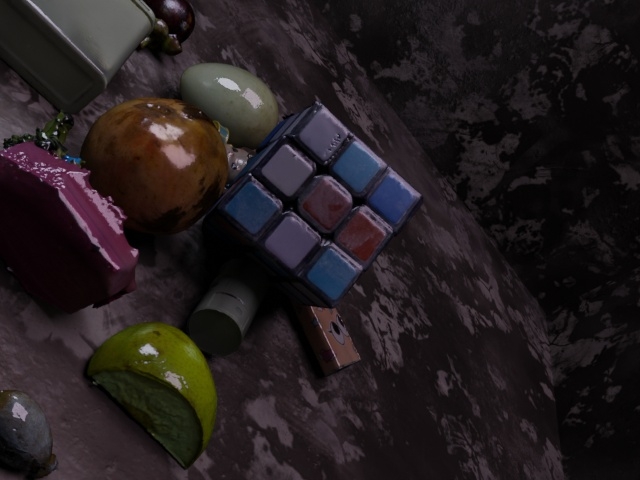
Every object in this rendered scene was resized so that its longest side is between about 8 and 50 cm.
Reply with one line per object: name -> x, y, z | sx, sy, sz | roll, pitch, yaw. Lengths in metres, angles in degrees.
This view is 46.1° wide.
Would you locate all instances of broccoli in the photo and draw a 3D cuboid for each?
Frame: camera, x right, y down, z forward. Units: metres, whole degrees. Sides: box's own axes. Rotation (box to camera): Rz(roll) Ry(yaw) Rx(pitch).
broccoli -> -0.522, -0.176, 1.443 | 0.154, 0.160, 0.167 | 28, -9, 27

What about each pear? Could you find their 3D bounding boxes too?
pear -> -0.277, 0.254, 1.460 | 0.288, 0.139, 0.239 | 51, 18, -18

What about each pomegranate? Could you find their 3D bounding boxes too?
pomegranate -> -0.349, -0.159, 1.600 | 0.322, 0.322, 0.322 | 41, 31, -31

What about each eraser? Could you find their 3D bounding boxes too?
eraser -> -0.001, 0.211, 2.016 | 0.290, 0.087, 0.171 | 63, 17, 11

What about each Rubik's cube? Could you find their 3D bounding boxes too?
Rubik's cube -> -0.036, -0.071, 1.787 | 0.363, 0.359, 0.362 | 44, -14, -13

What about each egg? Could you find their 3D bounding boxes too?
egg -> -0.253, -0.372, 2.069 | 0.295, 0.218, 0.218 | 36, 32, -20

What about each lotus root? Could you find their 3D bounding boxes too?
lotus root -> -0.456, 0.297, 1.148 | 0.165, 0.088, 0.088 | 62, 24, -14

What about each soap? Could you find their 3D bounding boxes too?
soap -> -0.464, -0.014, 1.324 | 0.325, 0.220, 0.127 | 54, 35, -9

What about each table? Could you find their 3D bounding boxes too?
table -> -0.204, 0.146, 1.695 | 0.126, 0.126, 0.220 | 50, 28, -16

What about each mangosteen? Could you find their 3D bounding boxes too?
mangosteen -> -0.431, -0.603, 2.093 | 0.172, 0.172, 0.184 | 8, 81, -58

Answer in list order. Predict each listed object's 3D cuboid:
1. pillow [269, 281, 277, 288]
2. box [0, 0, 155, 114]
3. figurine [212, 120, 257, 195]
pillow -> -0.166, 0.035, 1.979 | 0.113, 0.038, 0.203 | 8, 55, -62
box -> -0.585, -0.508, 1.693 | 0.352, 0.177, 0.344 | 45, 32, -26
figurine -> -0.236, -0.196, 1.971 | 0.275, 0.158, 0.161 | 32, 46, -42
